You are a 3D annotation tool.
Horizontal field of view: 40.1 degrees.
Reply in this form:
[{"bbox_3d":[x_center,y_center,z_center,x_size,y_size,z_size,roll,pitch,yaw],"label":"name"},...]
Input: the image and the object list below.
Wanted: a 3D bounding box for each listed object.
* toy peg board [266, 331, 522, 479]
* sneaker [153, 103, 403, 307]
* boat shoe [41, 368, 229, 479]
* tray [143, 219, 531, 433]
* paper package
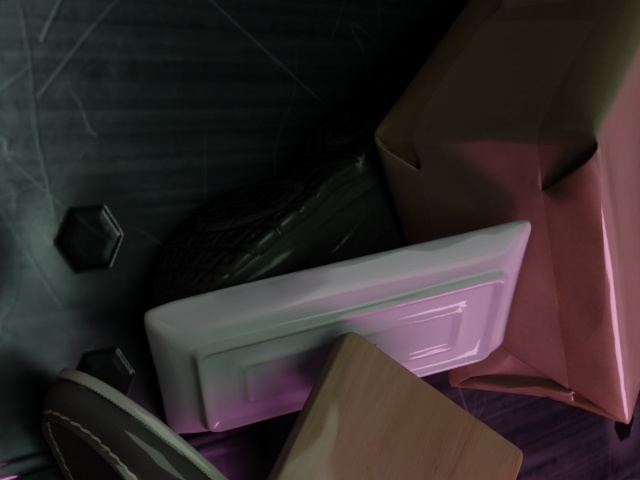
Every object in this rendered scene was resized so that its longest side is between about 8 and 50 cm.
[{"bbox_3d":[0.030,0.175,0.587,0.160,0.079,0.161,36,62,-16],"label":"toy peg board"},{"bbox_3d":[0.000,0.000,0.673,0.286,0.109,0.130,-36,118,-34],"label":"sneaker"},{"bbox_3d":[-0.090,0.228,0.592,0.095,0.112,0.335,-53,127,-33],"label":"boat shoe"},{"bbox_3d":[0.021,0.072,0.616,0.270,0.030,0.145,-13,138,-12],"label":"tray"},{"bbox_3d":[0.218,-0.066,0.763,0.325,0.168,0.309,-55,138,-37],"label":"paper package"}]
